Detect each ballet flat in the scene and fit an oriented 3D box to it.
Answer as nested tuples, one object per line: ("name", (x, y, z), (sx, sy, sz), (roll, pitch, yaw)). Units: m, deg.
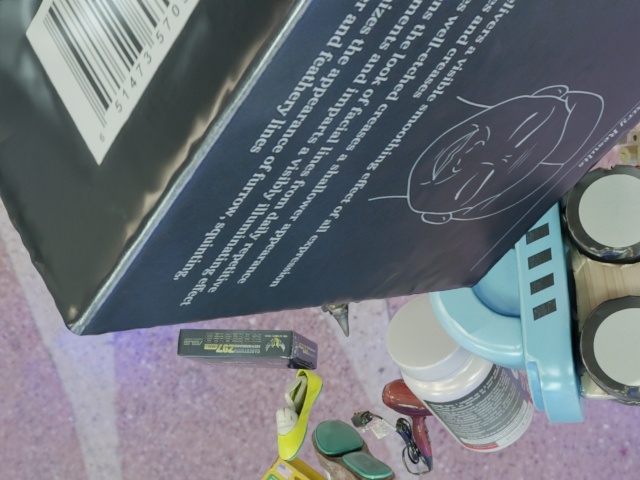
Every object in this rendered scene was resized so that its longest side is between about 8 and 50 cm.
("ballet flat", (-0.061, 0.392, 2.005), (0.077, 0.231, 0.077), (-18, 124, 38))
("ballet flat", (0.055, 0.445, 1.676), (0.107, 0.316, 0.106), (-5, 100, -15))

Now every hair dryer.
("hair dryer", (0.227, 0.409, 1.996), (0.223, 0.080, 0.293), (39, 135, -5))

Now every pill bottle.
("pill bottle", (0.229, 0.215, 1.418), (0.161, 0.161, 0.283), (-13, 138, 27))

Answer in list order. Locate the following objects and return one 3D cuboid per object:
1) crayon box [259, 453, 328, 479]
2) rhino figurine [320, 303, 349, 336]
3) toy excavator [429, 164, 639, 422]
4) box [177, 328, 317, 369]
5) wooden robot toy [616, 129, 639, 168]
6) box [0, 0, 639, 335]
("crayon box", (-0.066, 0.645, 2.118), (0.203, 0.083, 0.323), (36, 128, 5))
("rhino figurine", (0.000, 0.000, 1.062), (0.073, 0.106, 0.243), (-18, 82, 0))
("toy excavator", (0.182, 0.005, 1.054), (0.445, 0.222, 0.433), (-7, 77, 17))
("box", (-0.138, 0.214, 1.704), (0.232, 0.183, 0.059), (-1, 74, 14))
("wooden robot toy", (0.513, -0.147, 1.327), (0.079, 0.173, 0.076), (-13, 105, -16))
("box", (0.030, -0.126, 0.549), (0.293, 0.395, 0.212), (-50, 61, 29))
